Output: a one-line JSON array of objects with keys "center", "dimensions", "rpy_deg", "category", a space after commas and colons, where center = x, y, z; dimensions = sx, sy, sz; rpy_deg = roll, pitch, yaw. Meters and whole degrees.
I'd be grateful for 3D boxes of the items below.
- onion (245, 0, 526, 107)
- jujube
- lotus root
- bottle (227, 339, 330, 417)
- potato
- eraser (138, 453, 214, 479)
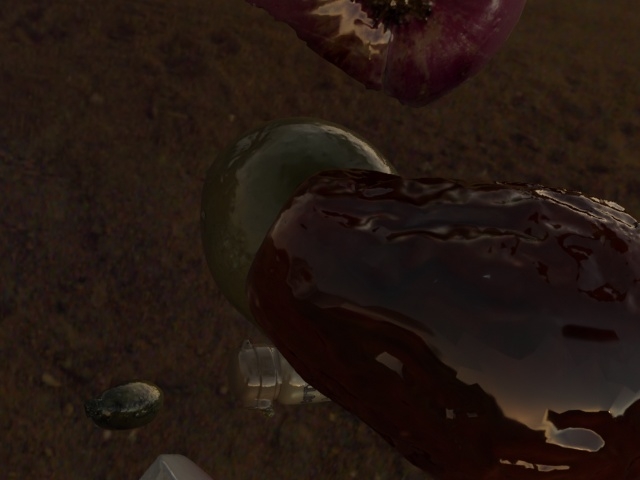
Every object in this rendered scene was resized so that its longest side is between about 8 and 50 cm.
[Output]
[{"center": [0.044, -0.201, 0.631], "dimensions": [0.207, 0.200, 0.200], "rpy_deg": [43, 43, 5], "category": "onion"}, {"center": [0.088, 0.047, 0.565], "dimensions": [0.255, 0.190, 0.190], "rpy_deg": [24, 40, 4], "category": "jujube"}, {"center": [-0.211, 0.179, 1.040], "dimensions": [0.099, 0.054, 0.049], "rpy_deg": [1, 55, -52], "category": "lotus root"}, {"center": [-0.025, 0.187, 1.351], "dimensions": [0.209, 0.097, 0.110], "rpy_deg": [-2, 81, -21], "category": "bottle"}, {"center": [0.000, 0.000, 0.798], "dimensions": [0.178, 0.160, 0.235], "rpy_deg": [-44, 77, -1], "category": "potato"}, {"center": [-0.164, 0.352, 0.875], "dimensions": [0.174, 0.270, 0.095], "rpy_deg": [41, 2, 21], "category": "eraser"}]
